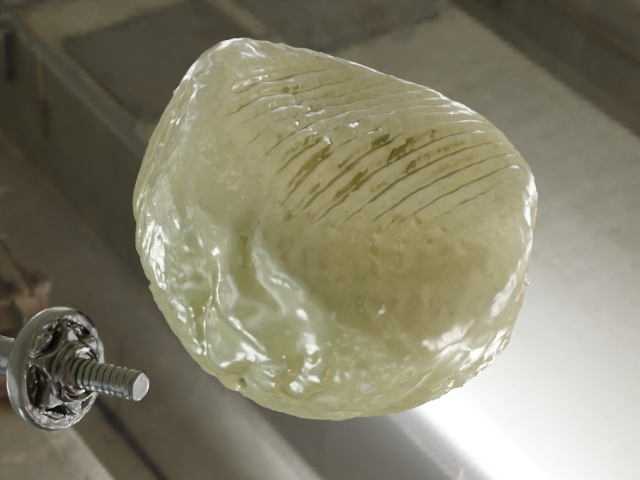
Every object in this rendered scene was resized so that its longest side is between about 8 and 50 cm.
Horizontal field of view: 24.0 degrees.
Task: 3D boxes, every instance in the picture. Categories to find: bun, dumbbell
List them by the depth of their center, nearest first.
[{"bbox_3d":[-0.211,0.073,0.977,0.254,0.082,0.081,7,-143,34],"label":"dumbbell"},{"bbox_3d":[0.000,0.000,1.202,0.352,0.227,0.349,36,-148,23],"label":"bun"}]
